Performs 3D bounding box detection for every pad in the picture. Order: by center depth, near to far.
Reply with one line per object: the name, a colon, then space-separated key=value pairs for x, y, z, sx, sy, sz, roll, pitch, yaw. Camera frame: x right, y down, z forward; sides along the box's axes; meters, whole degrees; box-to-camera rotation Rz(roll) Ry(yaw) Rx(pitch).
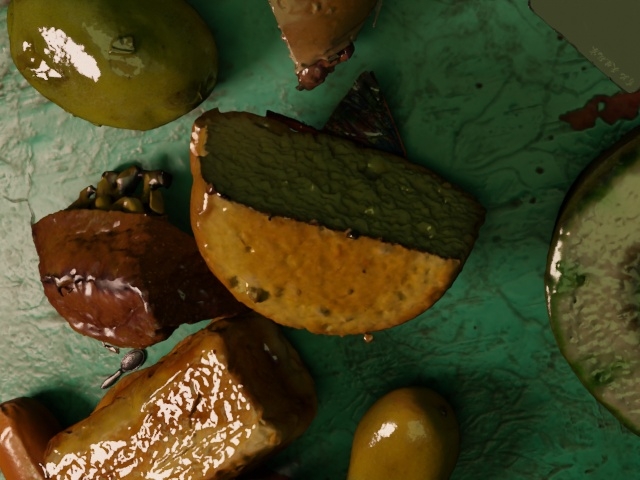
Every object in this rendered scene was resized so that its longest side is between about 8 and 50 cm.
pad: x=0.315 y=-0.245 z=1.266 sx=0.157 sy=0.003 sz=0.112 roll=41 pitch=112 yaw=-1

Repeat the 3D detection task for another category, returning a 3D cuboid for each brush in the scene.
brush: x=-0.258 y=0.168 z=1.531 sx=0.083 sy=0.008 sz=0.024 roll=-41 pitch=97 yaw=21

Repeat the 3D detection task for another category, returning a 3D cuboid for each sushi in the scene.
sushi: x=-0.221 y=0.027 z=1.403 sx=0.296 sy=0.179 sz=0.167 roll=2 pitch=132 yaw=41

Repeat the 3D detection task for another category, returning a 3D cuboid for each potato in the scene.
potato: x=-0.240 y=-0.219 z=1.336 sx=0.253 sy=0.148 sz=0.186 roll=13 pitch=107 yaw=11

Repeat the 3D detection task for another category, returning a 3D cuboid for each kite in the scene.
kite: x=0.021 y=-0.105 z=1.349 sx=0.189 sy=0.009 sz=0.232 roll=22 pitch=133 yaw=-13

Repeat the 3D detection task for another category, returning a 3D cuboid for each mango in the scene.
mango: x=0.095 y=0.261 z=1.427 sx=0.130 sy=0.092 sz=0.194 roll=38 pitch=116 yaw=-1

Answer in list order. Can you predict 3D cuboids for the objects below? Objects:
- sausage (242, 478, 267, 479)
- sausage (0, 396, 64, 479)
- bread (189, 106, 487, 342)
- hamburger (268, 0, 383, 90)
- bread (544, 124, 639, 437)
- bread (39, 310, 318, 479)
sausage: x=-0.117 y=0.401 z=1.472 sx=0.123 sy=0.123 sz=0.253 roll=36 pitch=139 yaw=2
sausage: x=-0.350 y=0.331 z=1.553 sx=0.105 sy=0.105 sz=0.274 roll=-23 pitch=98 yaw=19
bread: x=0.000 y=0.000 z=1.305 sx=0.340 sy=0.194 sz=0.179 roll=16 pitch=125 yaw=-9
hamburger: x=-0.002 y=-0.335 z=1.244 sx=0.245 sy=0.155 sz=0.282 roll=-33 pitch=101 yaw=13
bread: x=0.426 y=0.046 z=1.258 sx=0.366 sy=0.129 sz=0.382 roll=13 pitch=110 yaw=10
bread: x=-0.171 y=0.235 z=1.457 sx=0.344 sy=0.149 sz=0.195 roll=-35 pitch=80 yaw=21
